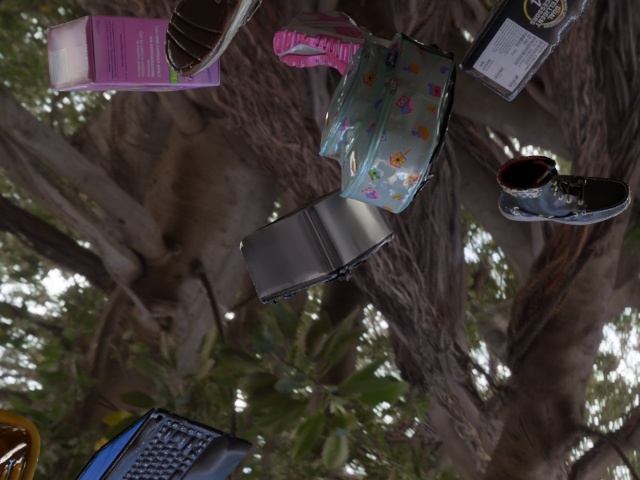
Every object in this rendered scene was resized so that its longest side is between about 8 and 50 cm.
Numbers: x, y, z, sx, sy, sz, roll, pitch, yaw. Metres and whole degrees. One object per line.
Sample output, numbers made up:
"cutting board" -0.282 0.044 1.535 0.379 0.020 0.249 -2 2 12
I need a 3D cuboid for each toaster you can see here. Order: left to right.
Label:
"toaster" 0.000 0.000 1.249 0.185 0.168 0.110 -22 -83 41

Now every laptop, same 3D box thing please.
"laptop" -0.258 0.368 1.237 0.234 0.264 0.137 -51 -151 19

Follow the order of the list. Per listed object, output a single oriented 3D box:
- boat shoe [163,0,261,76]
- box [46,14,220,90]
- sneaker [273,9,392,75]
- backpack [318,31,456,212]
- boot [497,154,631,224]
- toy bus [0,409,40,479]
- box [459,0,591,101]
"boat shoe" -0.121 -0.326 1.195 0.095 0.095 0.257 52 -52 11
"box" -0.341 -0.334 1.585 0.213 0.242 0.117 8 -77 53
"sneaker" 0.046 -0.370 1.618 0.252 0.103 0.111 17 -127 2
"backpack" 0.077 -0.134 1.035 0.144 0.166 0.188 14 -121 -12
"boot" 0.426 -0.090 1.533 0.236 0.178 0.085 -2 -106 16
"toy bus" -0.304 0.202 0.724 0.191 0.104 0.202 -61 -155 11
"box" 0.342 -0.405 1.098 0.097 0.395 0.318 31 -138 -2
